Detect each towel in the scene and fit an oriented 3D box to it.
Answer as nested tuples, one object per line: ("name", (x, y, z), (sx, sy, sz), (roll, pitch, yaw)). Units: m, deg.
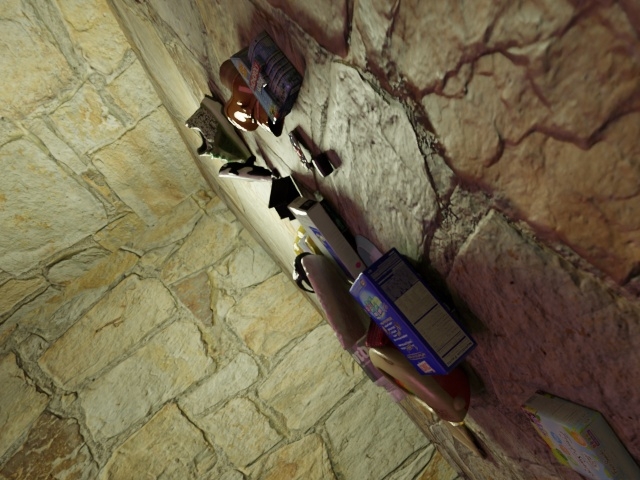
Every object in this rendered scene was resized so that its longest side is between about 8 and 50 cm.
("towel", (0.065, 0.200, 1.857), (0.332, 0.053, 0.317), (63, -163, 8))
("towel", (0.205, 0.260, 1.765), (0.031, 0.199, 0.275), (16, 167, -2))

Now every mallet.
("mallet", (-0.018, -0.221, 1.491), (0.062, 0.039, 0.189), (57, 171, -23))

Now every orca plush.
("orca plush", (-0.276, -0.291, 2.083), (0.287, 0.102, 0.151), (9, 179, 41))

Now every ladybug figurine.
("ladybug figurine", (0.339, 0.440, 1.751), (0.305, 0.162, 0.449), (48, 168, -26))

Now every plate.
("plate", (0.165, 0.061, 1.663), (0.188, 0.024, 0.188), (50, 169, 14))

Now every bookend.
("bookend", (-0.115, -0.120, 1.879), (0.156, 0.072, 0.157), (-88, -25, -47))

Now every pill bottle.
("pill bottle", (0.241, 0.444, 2.088), (0.361, 0.204, 0.204), (49, 168, 11))

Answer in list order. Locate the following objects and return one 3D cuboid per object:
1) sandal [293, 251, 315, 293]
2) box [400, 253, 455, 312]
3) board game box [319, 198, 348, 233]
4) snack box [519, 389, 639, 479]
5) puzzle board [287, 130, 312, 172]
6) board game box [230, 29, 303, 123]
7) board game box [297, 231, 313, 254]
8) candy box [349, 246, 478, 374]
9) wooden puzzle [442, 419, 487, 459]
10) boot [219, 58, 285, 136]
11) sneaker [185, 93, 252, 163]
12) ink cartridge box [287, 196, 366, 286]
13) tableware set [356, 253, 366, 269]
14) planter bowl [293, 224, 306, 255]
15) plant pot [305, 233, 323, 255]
("sandal", (-0.020, 0.138, 2.001), (0.168, 0.107, 0.445), (59, -168, 10))
("box", (0.275, 0.138, 1.440), (0.207, 0.036, 0.114), (47, 168, 22))
("board game box", (0.036, -0.061, 1.779), (0.126, 0.026, 0.186), (50, 169, 8))
("snack box", (0.564, 0.436, 1.156), (0.175, 0.070, 0.207), (53, 167, -5))
("puzzle board", (-0.062, -0.254, 1.528), (0.128, 0.011, 0.096), (63, 174, -9))
("board game box", (-0.139, -0.409, 1.284), (0.194, 0.060, 0.194), (51, 164, 1))
("board game box", (-0.041, 0.013, 2.181), (0.090, 0.020, 0.090), (49, 123, 16))
("candy box", (0.232, 0.198, 1.390), (0.317, 0.122, 0.268), (51, 168, 9))
("wooden puzzle", (0.596, 0.818, 2.275), (0.239, 0.044, 0.221), (51, 169, -18))
("boot", (-0.176, -0.369, 1.522), (0.220, 0.109, 0.283), (42, 159, 22))
("sneaker", (-0.418, -0.387, 2.144), (0.158, 0.182, 0.410), (40, 164, 45))
("ink cartridge box", (0.041, 0.017, 1.772), (0.371, 0.069, 0.175), (55, 167, -22))
("tableware set", (0.160, 0.113, 1.836), (0.104, 0.024, 0.154), (36, 161, 53))
("planter bowl", (-0.055, 0.043, 2.287), (0.217, 0.090, 0.217), (49, 167, 15))
("plant pot", (0.000, 0.000, 1.930), (0.134, 0.095, 0.134), (49, 169, 14))
